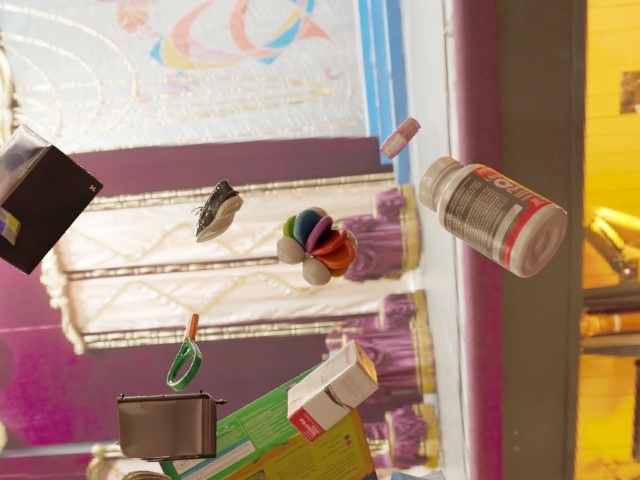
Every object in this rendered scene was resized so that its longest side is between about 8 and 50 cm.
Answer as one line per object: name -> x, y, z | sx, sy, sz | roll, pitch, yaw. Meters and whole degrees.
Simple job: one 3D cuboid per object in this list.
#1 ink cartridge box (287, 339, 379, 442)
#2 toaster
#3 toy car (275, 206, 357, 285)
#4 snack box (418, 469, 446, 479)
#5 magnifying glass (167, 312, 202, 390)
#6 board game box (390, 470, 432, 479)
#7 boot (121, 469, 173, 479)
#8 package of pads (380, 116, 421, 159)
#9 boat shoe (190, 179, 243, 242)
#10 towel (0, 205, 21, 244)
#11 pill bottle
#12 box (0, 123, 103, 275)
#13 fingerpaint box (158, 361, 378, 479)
ink cartridge box -> 0.021, 0.248, 1.300 | 0.063, 0.150, 0.109 | 49, -171, -11
toaster -> -0.258, 0.328, 1.370 | 0.168, 0.186, 0.110 | 104, 163, -72
toy car -> 0.000, 0.000, 1.762 | 0.159, 0.182, 0.136 | -49, -3, -31
snack box -> 0.231, 0.548, 1.691 | 0.141, 0.100, 0.037 | 32, -140, -89
magnifying glass -> -0.292, 0.241, 1.720 | 0.026, 0.092, 0.231 | 41, -157, -25
board game box -> 0.215, 0.526, 1.342 | 0.316, 0.242, 0.064 | -44, -35, -74
boot -> -0.235, 0.517, 1.403 | 0.095, 0.262, 0.203 | -57, 27, -9
package of pads -> 0.134, -0.172, 1.301 | 0.032, 0.050, 0.083 | 45, -145, -2
boat shoe -> -0.285, -0.073, 2.072 | 0.079, 0.095, 0.254 | 60, 148, 12
towel -> -0.633, -0.036, 1.555 | 0.009, 0.083, 0.060 | -36, -18, -54
pill bottle -> 0.379, -0.066, 1.769 | 0.318, 0.176, 0.176 | 36, 151, 35
box -> -0.753, -0.114, 1.988 | 0.294, 0.296, 0.183 | 27, 167, 50
fingerpaint box -> -0.108, 0.554, 1.846 | 0.163, 0.445, 0.371 | 44, 157, 48
